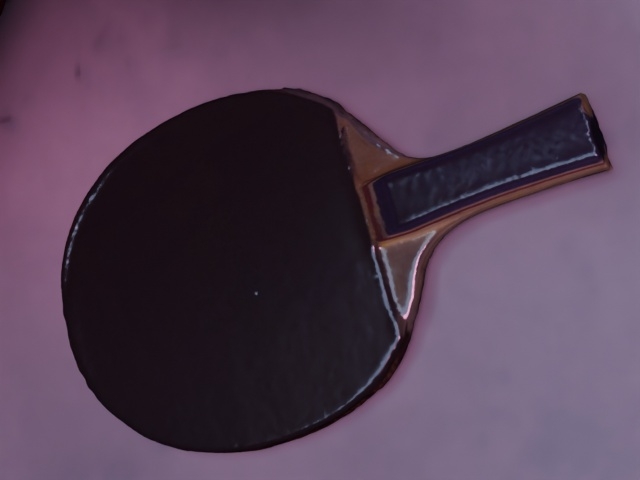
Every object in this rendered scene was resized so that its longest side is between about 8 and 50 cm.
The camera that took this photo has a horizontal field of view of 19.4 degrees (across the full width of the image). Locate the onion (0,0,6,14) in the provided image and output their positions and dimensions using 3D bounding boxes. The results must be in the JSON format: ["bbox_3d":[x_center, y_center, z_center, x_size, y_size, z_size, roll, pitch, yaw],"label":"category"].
[{"bbox_3d":[-0.158,-0.120,0.401,0.385,0.348,0.347,12,87,25],"label":"onion"}]

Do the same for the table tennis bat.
[{"bbox_3d":[0.000,0.000,0.493,0.158,0.014,0.095,-21,75,19],"label":"table tennis bat"}]
